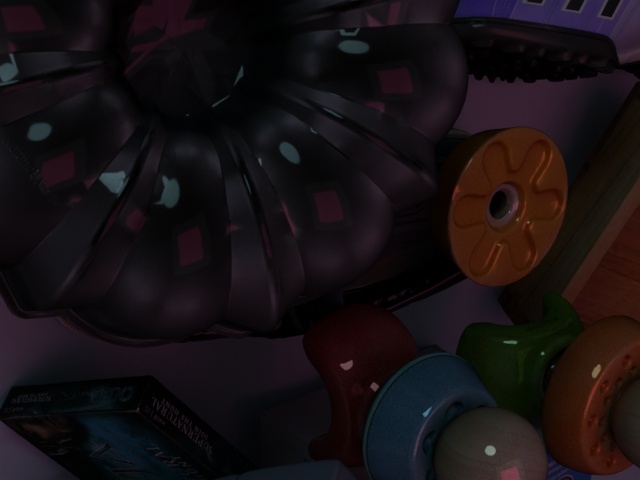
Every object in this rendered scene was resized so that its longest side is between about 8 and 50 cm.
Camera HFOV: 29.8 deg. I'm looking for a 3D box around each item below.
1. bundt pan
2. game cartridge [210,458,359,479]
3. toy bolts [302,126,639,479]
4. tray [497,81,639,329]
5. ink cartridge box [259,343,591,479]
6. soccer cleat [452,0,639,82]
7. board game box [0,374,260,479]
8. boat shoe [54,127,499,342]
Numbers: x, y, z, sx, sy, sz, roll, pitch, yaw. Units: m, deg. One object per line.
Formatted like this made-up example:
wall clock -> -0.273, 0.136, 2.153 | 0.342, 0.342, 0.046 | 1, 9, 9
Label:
bundt pan -> -0.068, -0.098, 0.608 | 0.330, 0.124, 0.331 | -2, 95, -16
game cartridge -> -0.062, 0.243, 0.736 | 0.294, 0.060, 0.196 | -31, 107, 29
toy bolts -> 0.116, 0.063, 0.696 | 0.228, 0.158, 0.218 | -22, 117, -30
tray -> 0.365, 0.045, 0.975 | 0.410, 0.076, 0.203 | 22, 110, -25
ink cartridge box -> 0.072, 0.229, 0.858 | 0.171, 0.168, 0.233 | -18, 119, -36
soccer cleat -> 0.200, -0.173, 0.843 | 0.318, 0.108, 0.117 | -6, 93, -30
board game box -> -0.097, 0.147, 0.758 | 0.186, 0.126, 0.026 | 48, 48, -36
boat shoe -> 0.000, 0.004, 0.765 | 0.340, 0.113, 0.127 | -9, 113, -30
